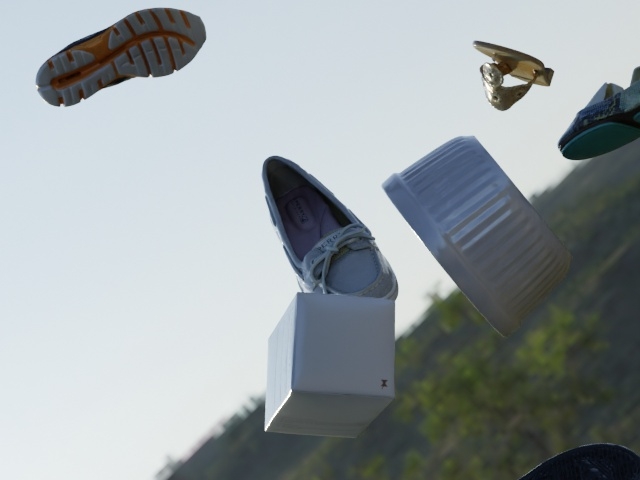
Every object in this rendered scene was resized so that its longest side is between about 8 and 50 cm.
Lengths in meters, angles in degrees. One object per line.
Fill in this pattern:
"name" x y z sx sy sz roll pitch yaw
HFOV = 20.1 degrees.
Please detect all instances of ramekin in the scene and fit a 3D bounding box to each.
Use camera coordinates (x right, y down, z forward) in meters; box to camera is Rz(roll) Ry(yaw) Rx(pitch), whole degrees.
"ramekin" 0.167 -0.013 1.861 0.109 0.207 0.207 -40 -8 6

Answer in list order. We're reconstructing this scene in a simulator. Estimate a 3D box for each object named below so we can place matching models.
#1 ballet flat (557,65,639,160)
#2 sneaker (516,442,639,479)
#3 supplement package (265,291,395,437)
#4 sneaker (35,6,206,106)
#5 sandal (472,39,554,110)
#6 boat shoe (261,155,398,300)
"ballet flat" 0.313 -0.138 1.815 0.188 0.070 0.070 -24 9 45
"sneaker" 0.174 0.317 1.694 0.295 0.124 0.178 -18 -58 -16
"supplement package" 0.008 0.130 1.839 0.179 0.105 0.105 122 152 -68
"sneaker" -0.242 -0.227 2.172 0.215 0.084 0.083 -19 13 -5
"sandal" 0.263 -0.214 2.478 0.240 0.088 0.079 9 -83 -67
"boat shoe" 0.002 -0.002 2.361 0.118 0.320 0.103 -30 -53 -2
